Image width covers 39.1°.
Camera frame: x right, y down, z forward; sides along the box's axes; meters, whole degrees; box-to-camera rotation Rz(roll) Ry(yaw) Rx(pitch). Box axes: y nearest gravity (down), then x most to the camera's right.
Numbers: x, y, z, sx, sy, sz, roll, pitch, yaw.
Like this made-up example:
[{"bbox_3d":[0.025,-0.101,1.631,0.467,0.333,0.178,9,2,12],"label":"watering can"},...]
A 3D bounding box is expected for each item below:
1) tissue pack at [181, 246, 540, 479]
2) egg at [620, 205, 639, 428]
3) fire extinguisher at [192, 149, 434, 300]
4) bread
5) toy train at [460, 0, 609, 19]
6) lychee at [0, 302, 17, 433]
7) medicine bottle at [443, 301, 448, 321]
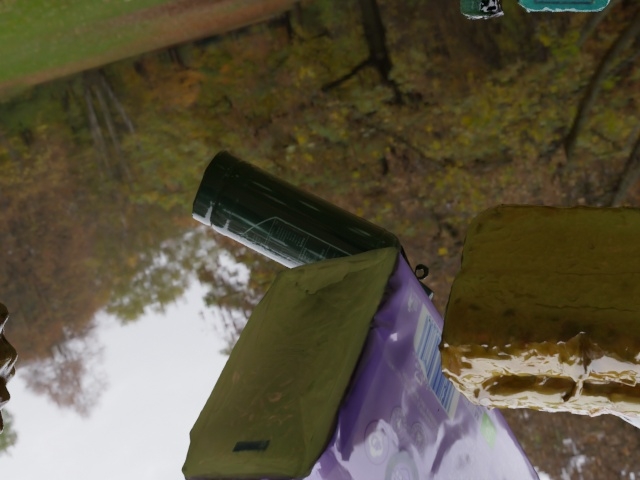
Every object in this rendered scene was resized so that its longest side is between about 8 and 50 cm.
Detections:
[{"bbox_3d":[0.056,0.213,0.796,0.160,0.338,0.242,-11,-145,35],"label":"tissue pack"},{"bbox_3d":[0.275,0.045,0.614,0.176,0.176,0.232,-26,168,-36],"label":"egg"},{"bbox_3d":[0.000,0.000,1.100,0.311,0.095,0.114,26,173,5],"label":"fire extinguisher"},{"bbox_3d":[0.168,0.037,0.447,0.211,0.083,0.114,1,-135,26],"label":"bread"},{"bbox_3d":[0.150,-0.251,0.627,0.154,0.198,0.107,3,-149,11],"label":"toy train"},{"bbox_3d":[-0.338,0.093,0.565,0.267,0.267,0.267,-15,-167,4],"label":"lychee"},{"bbox_3d":[0.225,0.092,1.119,0.105,0.105,0.168,-9,-179,27],"label":"medicine bottle"}]
